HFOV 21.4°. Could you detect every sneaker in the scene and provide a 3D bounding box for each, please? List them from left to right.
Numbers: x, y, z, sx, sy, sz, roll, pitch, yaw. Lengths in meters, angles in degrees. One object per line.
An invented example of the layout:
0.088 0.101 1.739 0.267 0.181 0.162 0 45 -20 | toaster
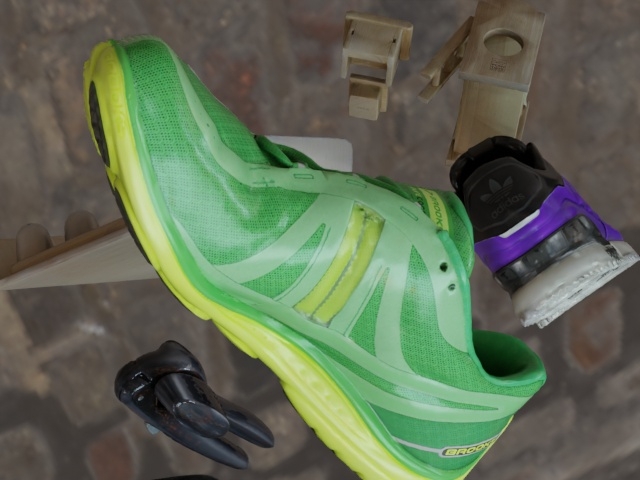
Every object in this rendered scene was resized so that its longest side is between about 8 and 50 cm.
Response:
0.000 0.000 0.782 0.123 0.109 0.295 -39 124 7 | sneaker
0.169 -0.017 1.339 0.102 0.146 0.293 -36 172 6 | sneaker

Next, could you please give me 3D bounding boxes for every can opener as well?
-0.086 0.124 1.180 0.059 0.073 0.186 -29 151 5 | can opener

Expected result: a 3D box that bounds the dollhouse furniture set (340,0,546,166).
0.096 -0.117 1.449 0.161 0.101 0.182 13 140 6 | dollhouse furniture set

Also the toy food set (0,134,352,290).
-0.150 -0.031 1.524 0.306 0.092 0.220 -20 170 38 | toy food set

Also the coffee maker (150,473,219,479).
-0.124 0.293 1.538 0.171 0.120 0.178 -26 152 -31 | coffee maker
